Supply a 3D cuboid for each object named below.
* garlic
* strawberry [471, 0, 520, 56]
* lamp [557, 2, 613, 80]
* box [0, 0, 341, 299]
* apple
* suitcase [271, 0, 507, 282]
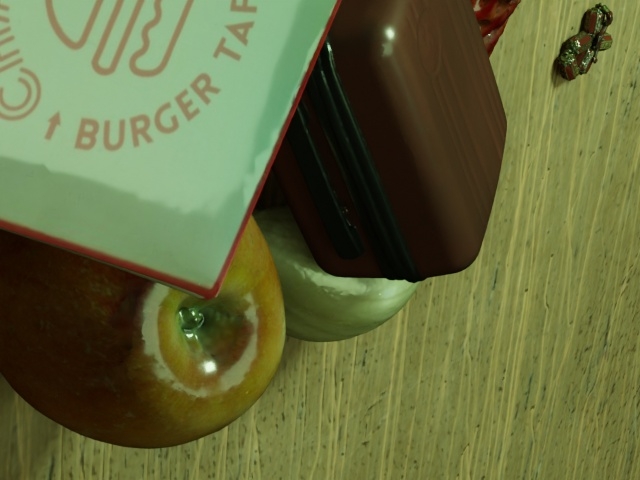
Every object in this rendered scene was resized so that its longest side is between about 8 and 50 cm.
[{"bbox_3d":[-0.001,0.014,1.800,0.245,0.145,0.164,-5,84,-48],"label":"garlic"},{"bbox_3d":[0.138,-0.283,1.755,0.253,0.150,0.280,18,95,-56],"label":"strawberry"},{"bbox_3d":[0.289,-0.211,2.092,0.083,0.031,0.063,-44,140,-19],"label":"lamp"},{"bbox_3d":[-0.194,-0.184,1.201,0.312,0.300,0.314,20,95,-36],"label":"box"},{"bbox_3d":[-0.144,0.044,1.529,0.253,0.253,0.253,-30,132,-39],"label":"apple"},{"bbox_3d":[0.048,-0.128,1.656,0.236,0.161,0.297,-73,151,-43],"label":"suitcase"}]
